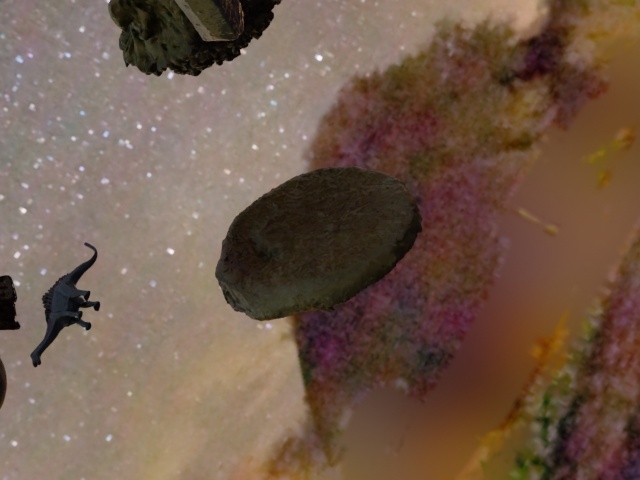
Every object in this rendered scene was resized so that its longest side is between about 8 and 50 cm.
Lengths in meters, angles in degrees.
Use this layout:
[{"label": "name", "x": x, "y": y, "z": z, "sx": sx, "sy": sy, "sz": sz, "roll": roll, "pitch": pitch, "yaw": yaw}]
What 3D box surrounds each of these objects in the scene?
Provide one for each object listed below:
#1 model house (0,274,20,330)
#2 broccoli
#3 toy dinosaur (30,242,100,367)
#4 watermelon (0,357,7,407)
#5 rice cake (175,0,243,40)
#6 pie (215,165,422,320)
[{"label": "model house", "x": -0.689, "y": 0.108, "z": 1.728, "sx": 0.106, "sy": 0.165, "sz": 0.152, "roll": -88, "pitch": -3, "yaw": -80}, {"label": "broccoli", "x": -0.167, "y": -0.368, "z": 1.151, "sx": 0.288, "sy": 0.245, "sz": 0.248, "roll": -52, "pitch": 16, "yaw": -30}, {"label": "toy dinosaur", "x": -0.348, "y": 0.086, "z": 1.173, "sx": 0.045, "sy": 0.080, "sz": 0.197, "roll": 61, "pitch": -142, "yaw": -52}, {"label": "watermelon", "x": -0.414, "y": 0.175, "z": 1.030, "sx": 0.085, "sy": 0.061, "sz": 0.085, "roll": 179, "pitch": 90, "yaw": -81}, {"label": "rice cake", "x": -0.118, "y": -0.232, "z": 0.706, "sx": 0.245, "sy": 0.045, "sz": 0.042, "roll": 46, "pitch": -130, "yaw": -72}, {"label": "pie", "x": 0.000, "y": 0.000, "z": 1.073, "sx": 0.277, "sy": 0.277, "sz": 0.079, "roll": -52, "pitch": -43, "yaw": -35}]
